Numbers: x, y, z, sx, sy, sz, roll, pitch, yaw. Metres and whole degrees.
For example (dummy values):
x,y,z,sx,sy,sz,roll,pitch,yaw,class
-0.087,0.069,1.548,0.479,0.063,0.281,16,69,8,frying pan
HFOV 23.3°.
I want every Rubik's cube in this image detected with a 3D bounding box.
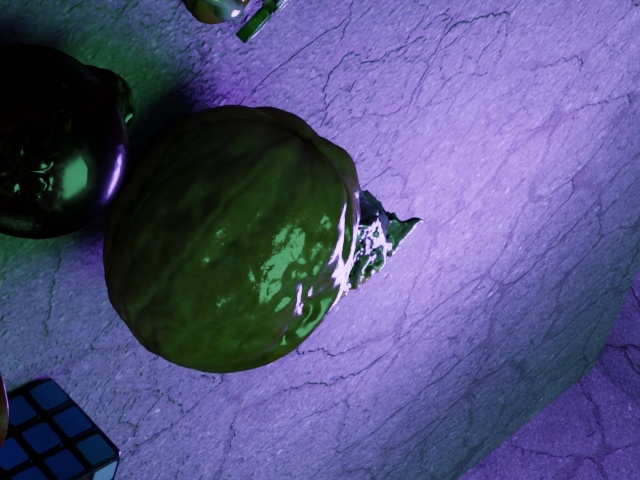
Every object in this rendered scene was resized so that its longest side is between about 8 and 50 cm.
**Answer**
x,y,z,sx,sy,sz,roll,pitch,yaw,class
-0.380,0.307,2.045,0.161,0.162,0.163,-26,147,-40,Rubik's cube

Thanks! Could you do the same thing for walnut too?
x,y,z,sx,sy,sz,roll,pitch,yaw,class
-0.111,0.007,1.892,0.344,0.306,0.306,-47,158,17,walnut

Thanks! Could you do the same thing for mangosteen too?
x,y,z,sx,sy,sz,roll,pitch,yaw,class
-0.286,-0.100,1.544,0.210,0.210,0.210,-38,155,-21,mangosteen

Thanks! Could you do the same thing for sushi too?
x,y,z,sx,sy,sz,roll,pitch,yaw,class
0.000,0.000,2.245,0.274,0.139,0.184,-25,147,-36,sushi

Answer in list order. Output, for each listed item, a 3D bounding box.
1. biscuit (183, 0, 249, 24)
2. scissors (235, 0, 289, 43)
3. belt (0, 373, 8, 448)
x,y,z,sx,sy,sz,roll,pitch,yaw,class
-0.008,-0.424,1.655,0.432,0.064,0.283,-46,157,-2,biscuit
-0.045,-0.280,1.758,0.101,0.027,0.204,-48,-175,-12,scissors
-0.447,0.130,1.505,0.115,0.324,0.227,-22,119,-48,belt
